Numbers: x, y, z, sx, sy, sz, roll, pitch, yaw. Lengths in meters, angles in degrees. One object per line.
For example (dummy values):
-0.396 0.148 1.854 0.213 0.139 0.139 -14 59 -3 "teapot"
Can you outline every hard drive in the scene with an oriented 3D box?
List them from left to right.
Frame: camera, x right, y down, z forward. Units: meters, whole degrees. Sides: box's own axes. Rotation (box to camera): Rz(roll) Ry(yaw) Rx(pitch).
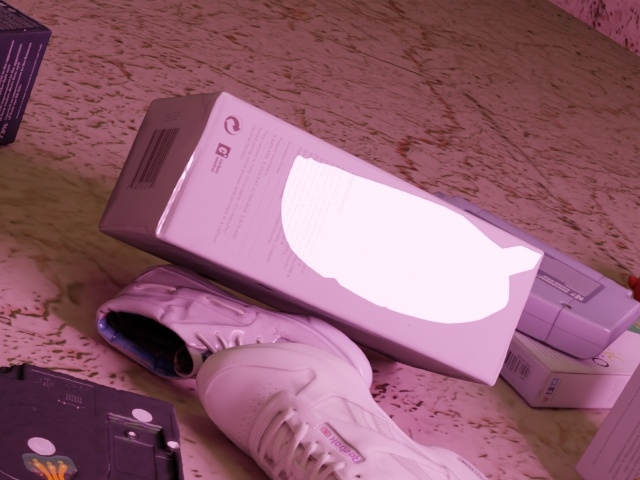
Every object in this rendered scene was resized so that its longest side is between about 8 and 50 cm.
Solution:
-0.212 0.201 1.108 0.237 0.064 0.339 17 21 -18 "hard drive"

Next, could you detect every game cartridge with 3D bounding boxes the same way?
0.229 0.039 1.834 0.297 0.062 0.198 30 26 18 "game cartridge"

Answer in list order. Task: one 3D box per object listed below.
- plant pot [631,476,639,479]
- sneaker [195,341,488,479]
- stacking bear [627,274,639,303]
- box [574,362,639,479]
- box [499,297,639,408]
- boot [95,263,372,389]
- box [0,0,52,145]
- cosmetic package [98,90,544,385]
0.267 0.310 1.187 0.187 0.212 0.212 2 28 -20 "plant pot"
0.014 0.187 1.310 0.305 0.114 0.152 30 20 16 "sneaker"
0.521 0.098 1.999 0.175 0.164 0.289 21 5 -27 "stacking bear"
0.436 0.239 1.434 0.168 0.215 0.345 21 15 -32 "box"
0.313 0.120 1.874 0.322 0.058 0.232 7 27 -39 "box"
-0.087 0.110 1.448 0.258 0.095 0.123 21 25 16 "boot"
-0.418 -0.184 1.688 0.108 0.153 0.207 32 21 20 "box"
0.000 0.000 1.521 0.385 0.156 0.217 26 -8 -21 "cosmetic package"
